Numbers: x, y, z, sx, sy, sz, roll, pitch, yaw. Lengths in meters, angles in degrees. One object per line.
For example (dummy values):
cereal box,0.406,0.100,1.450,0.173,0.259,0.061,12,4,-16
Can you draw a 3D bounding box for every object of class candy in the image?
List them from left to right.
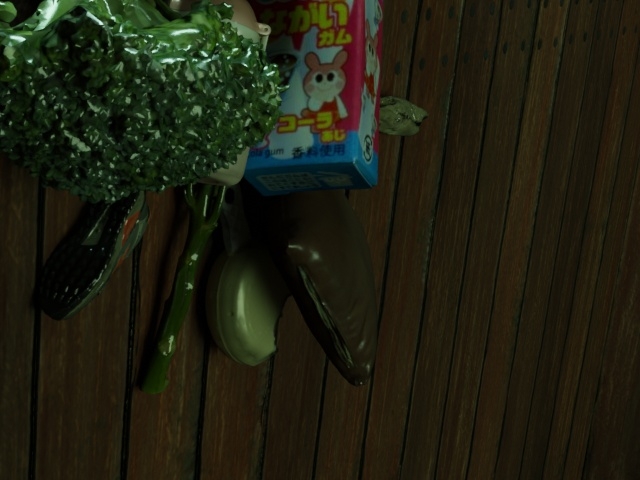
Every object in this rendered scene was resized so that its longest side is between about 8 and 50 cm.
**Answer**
candy,-0.010,-0.217,1.564,0.100,0.157,0.306,43,48,-64

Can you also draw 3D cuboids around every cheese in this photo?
cheese,-0.114,0.049,1.694,0.163,0.070,0.249,-60,141,-32

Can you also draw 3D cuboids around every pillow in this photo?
pillow,0.000,0.000,1.723,0.305,0.108,0.308,-93,163,-44

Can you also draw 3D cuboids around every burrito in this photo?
burrito,0.103,-0.200,1.962,0.229,0.058,0.063,-5,103,-61

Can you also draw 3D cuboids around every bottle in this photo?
bottle,-0.142,-0.193,1.469,0.147,0.147,0.237,17,84,-60

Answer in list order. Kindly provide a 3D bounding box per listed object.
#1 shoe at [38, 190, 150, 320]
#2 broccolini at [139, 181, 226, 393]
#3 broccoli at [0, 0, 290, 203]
shoe,-0.256,0.017,1.450,0.194,0.074,0.077,-64,154,-21
broccolini,-0.170,0.009,1.613,0.074,0.078,0.392,0,111,-59
broccoli,-0.231,-0.167,1.270,0.375,0.302,0.249,-2,129,-30
